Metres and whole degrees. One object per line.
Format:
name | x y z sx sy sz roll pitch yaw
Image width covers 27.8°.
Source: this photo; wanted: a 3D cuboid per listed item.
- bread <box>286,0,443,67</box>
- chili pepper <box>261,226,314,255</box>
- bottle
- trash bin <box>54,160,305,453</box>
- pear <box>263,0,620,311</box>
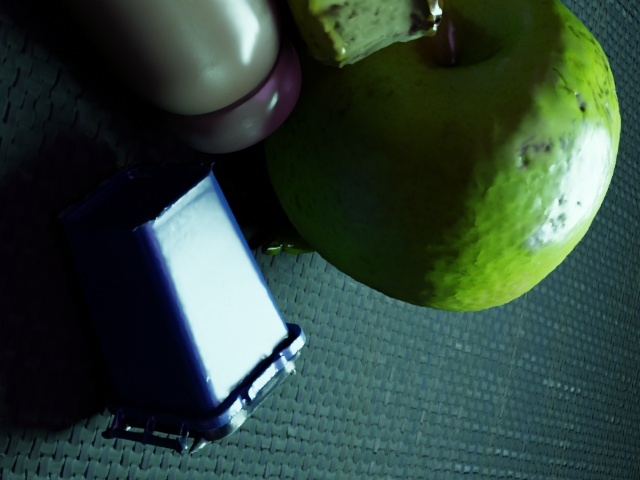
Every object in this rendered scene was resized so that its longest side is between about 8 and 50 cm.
bread | -0.017 -0.364 1.162 0.323 0.143 0.333 -108 174 -48
chili pepper | 0.000 -0.001 1.491 0.208 0.043 0.049 11 113 -51
bottle | -0.121 -0.223 1.146 0.297 0.173 0.206 56 30 -45
trash bin | -0.139 0.060 1.197 0.184 0.163 0.234 -44 126 -42
pear | 0.124 -0.098 1.366 0.391 0.391 0.391 -18 112 -53
